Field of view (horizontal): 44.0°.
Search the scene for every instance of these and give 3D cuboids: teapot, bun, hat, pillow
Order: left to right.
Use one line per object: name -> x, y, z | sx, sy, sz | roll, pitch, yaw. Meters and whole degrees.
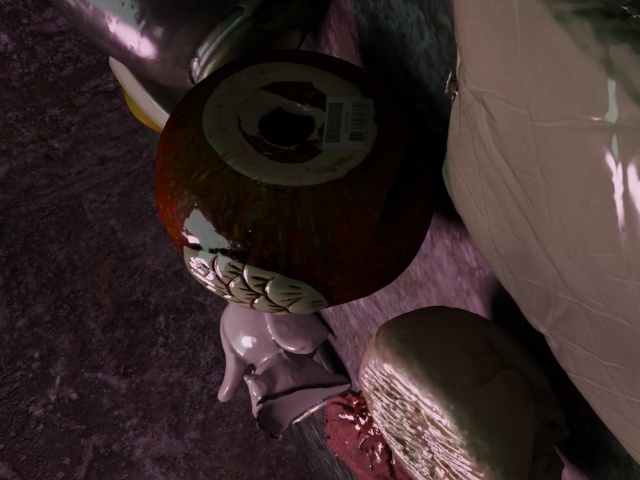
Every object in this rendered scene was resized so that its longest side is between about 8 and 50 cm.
teapot -> -0.150, -0.226, 0.797 | 0.239, 0.239, 0.321 | 51, 121, 8
hat -> 0.094, 0.283, 1.108 | 0.236, 0.107, 0.286 | 26, 149, 26
bun -> 0.131, 0.142, 0.659 | 0.193, 0.128, 0.178 | 36, 150, 44
pillow -> 0.144, -0.022, 0.416 | 0.281, 0.076, 0.274 | 75, 168, -58

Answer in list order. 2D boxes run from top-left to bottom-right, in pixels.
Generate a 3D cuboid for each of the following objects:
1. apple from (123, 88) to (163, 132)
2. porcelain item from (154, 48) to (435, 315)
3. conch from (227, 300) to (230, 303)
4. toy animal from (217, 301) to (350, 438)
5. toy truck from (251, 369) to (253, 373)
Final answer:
apple -> -0.200, -0.246, 1.179 | 0.157, 0.196, 0.196 | 20, 150, 15
porcelain item -> -0.021, -0.034, 0.710 | 0.253, 0.253, 0.253 | 60, 166, 25
conch -> -0.178, 0.062, 1.654 | 0.158, 0.127, 0.255 | -108, 29, -45
toy animal -> -0.098, 0.223, 1.513 | 0.174, 0.249, 0.289 | 30, -171, -49
toy truck -> -0.102, 0.243, 1.803 | 0.114, 0.135, 0.270 | -130, 24, -58
